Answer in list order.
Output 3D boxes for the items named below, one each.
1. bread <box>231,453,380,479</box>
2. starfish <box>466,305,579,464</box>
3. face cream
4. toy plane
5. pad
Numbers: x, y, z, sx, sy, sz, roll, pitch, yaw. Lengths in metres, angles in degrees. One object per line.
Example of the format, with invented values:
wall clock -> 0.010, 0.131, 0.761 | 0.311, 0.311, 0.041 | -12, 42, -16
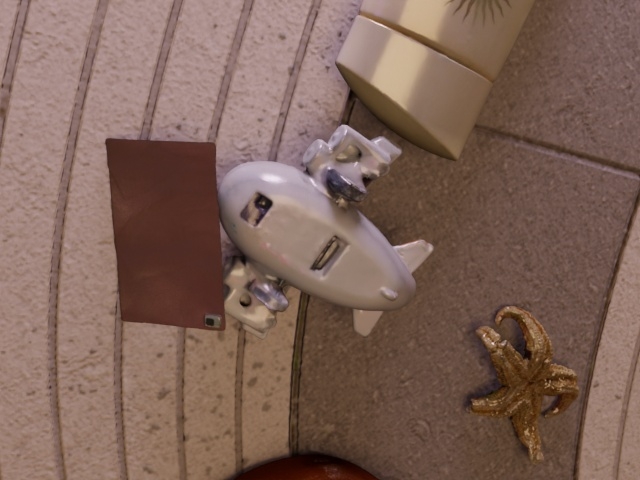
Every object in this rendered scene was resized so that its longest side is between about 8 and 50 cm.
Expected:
bread -> -0.032, 0.397, 1.156 | 0.295, 0.114, 0.327 | 34, 92, -26
starfish -> 0.243, 0.177, 1.237 | 0.150, 0.053, 0.209 | -16, 113, -13
face cream -> 0.141, -0.266, 1.039 | 0.173, 0.081, 0.348 | 22, 96, -27
toy plane -> 0.000, 0.000, 1.048 | 0.245, 0.117, 0.244 | -5, 113, -13
pad -> -0.148, -0.004, 1.004 | 0.113, 0.006, 0.187 | 4, 108, 16
